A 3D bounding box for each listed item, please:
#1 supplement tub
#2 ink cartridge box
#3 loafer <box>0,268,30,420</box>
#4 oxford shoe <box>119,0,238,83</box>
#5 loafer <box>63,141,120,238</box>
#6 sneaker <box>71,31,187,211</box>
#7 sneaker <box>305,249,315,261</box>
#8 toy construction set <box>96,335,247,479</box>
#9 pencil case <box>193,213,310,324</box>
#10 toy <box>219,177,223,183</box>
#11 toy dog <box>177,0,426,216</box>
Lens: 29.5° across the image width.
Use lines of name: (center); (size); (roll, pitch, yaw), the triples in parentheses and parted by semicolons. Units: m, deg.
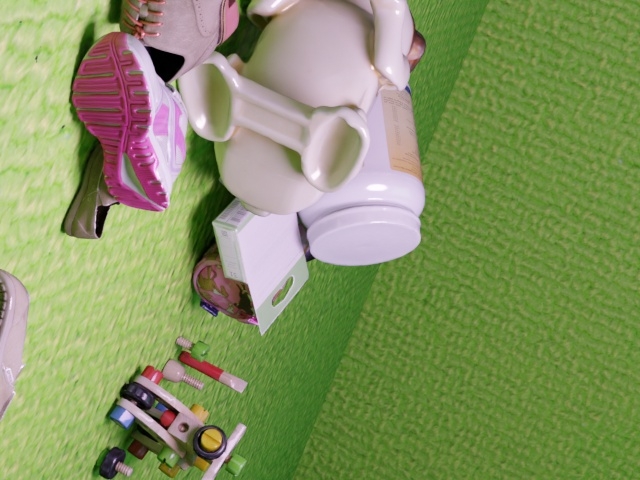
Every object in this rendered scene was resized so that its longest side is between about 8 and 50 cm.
supplement tub: (0.062, -0.135, 2.140); (0.228, 0.228, 0.316); (85, -1, -67)
ink cartridge box: (-0.096, 0.017, 2.053); (0.171, 0.056, 0.235); (-50, 145, -40)
loafer: (-0.389, 0.156, 1.390); (0.268, 0.102, 0.092); (-67, 162, 11)
oxford shoe: (-0.171, -0.283, 1.389); (0.130, 0.123, 0.348); (-56, 165, -14)
loafer: (-0.275, -0.066, 1.547); (0.148, 0.050, 0.056); (-66, 168, 9)
sneaker: (-0.221, -0.156, 1.464); (0.252, 0.103, 0.111); (87, 19, -48)
sneaker: (0.000, 0.000, 2.424); (0.283, 0.107, 0.124); (-15, -157, 43)
toy construction set: (-0.217, 0.330, 2.157); (0.309, 0.237, 0.257); (-52, 163, -47)
pencil case: (-0.079, -0.017, 2.235); (0.386, 0.160, 0.167); (-56, 172, -38)
toy: (-0.124, -0.139, 2.030); (0.137, 0.056, 0.237); (-65, 162, -6)
toy dog: (0.016, -0.249, 1.838); (0.395, 0.285, 0.408); (89, 26, -51)
